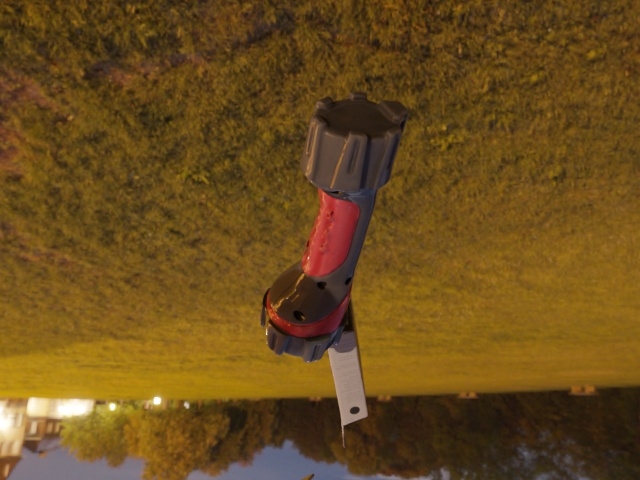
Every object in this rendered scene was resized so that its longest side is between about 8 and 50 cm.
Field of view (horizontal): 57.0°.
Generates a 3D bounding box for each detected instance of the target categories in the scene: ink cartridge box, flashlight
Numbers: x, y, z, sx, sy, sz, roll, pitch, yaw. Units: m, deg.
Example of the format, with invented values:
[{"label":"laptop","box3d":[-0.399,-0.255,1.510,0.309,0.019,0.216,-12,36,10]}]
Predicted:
[{"label":"ink cartridge box","box3d":[0.035,0.156,0.877,0.045,0.206,0.208,-7,120,1]},{"label":"flashlight","box3d":[0.000,0.000,0.611,0.103,0.103,0.304,16,134,4]}]

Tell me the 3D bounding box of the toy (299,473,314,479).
[{"label":"toy","box3d":[-0.087,0.261,0.430,0.137,0.056,0.237,-34,172,-44]}]
